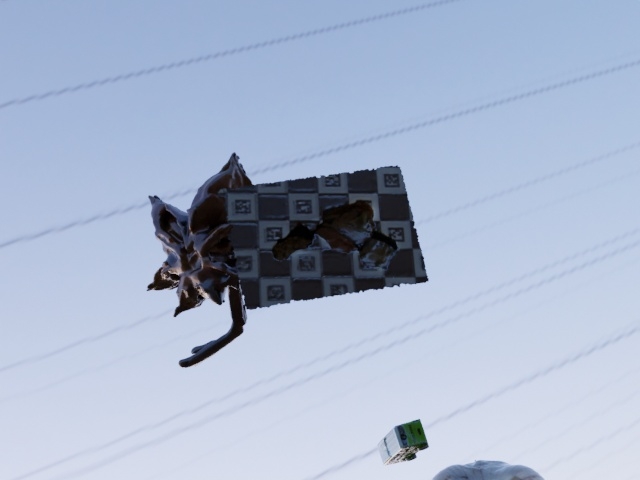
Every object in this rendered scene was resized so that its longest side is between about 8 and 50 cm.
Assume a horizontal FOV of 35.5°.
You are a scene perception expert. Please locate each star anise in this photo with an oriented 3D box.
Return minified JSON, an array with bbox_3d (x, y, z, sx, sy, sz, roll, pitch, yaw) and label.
[{"bbox_3d":[-0.178,0.041,1.507,0.148,0.237,0.346,-12,-63,-44],"label":"star anise"}]

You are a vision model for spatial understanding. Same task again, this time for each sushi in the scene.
[{"bbox_3d":[0.000,0.000,1.042,0.201,0.139,0.031,-8,-21,-10],"label":"sushi"}]

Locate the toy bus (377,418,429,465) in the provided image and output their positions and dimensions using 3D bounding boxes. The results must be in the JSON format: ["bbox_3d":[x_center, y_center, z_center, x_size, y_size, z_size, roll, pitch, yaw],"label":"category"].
[{"bbox_3d":[0.084,0.209,1.029,0.037,0.031,0.083,-12,-22,-18],"label":"toy bus"}]

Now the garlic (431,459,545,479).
[{"bbox_3d":[0.172,0.315,1.082,0.199,0.199,0.226,-32,-35,-3],"label":"garlic"}]
